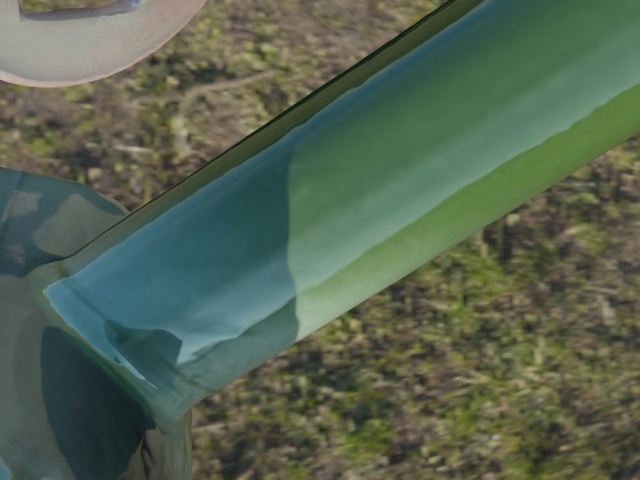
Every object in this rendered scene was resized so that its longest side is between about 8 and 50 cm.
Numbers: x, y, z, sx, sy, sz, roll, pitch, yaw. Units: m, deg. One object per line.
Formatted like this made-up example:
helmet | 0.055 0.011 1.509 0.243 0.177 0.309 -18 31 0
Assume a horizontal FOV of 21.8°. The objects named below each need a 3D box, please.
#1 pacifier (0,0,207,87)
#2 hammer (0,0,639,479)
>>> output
pacifier | -0.088 -0.222 0.846 0.273 0.221 0.332 -110 32 -61
hammer | 0.000 0.000 0.401 0.336 0.206 0.119 -32 111 10
